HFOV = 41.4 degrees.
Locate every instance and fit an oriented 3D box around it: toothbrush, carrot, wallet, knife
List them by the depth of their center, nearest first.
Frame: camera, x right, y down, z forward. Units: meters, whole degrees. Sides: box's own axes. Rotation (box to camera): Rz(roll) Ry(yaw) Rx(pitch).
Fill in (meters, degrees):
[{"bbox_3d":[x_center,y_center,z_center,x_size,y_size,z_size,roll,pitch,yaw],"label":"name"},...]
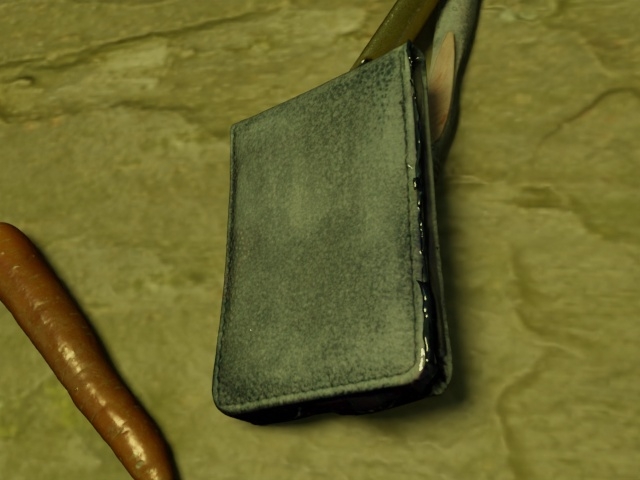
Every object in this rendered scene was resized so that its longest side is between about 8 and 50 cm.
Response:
[{"bbox_3d":[0.002,0.001,0.527,0.167,0.036,0.222,-19,61,38],"label":"wallet"},{"bbox_3d":[0.080,-0.093,0.574,0.028,0.037,0.376,8,70,15],"label":"toothbrush"},{"bbox_3d":[-0.171,0.074,0.579,0.043,0.043,0.248,-42,67,-2],"label":"carrot"},{"bbox_3d":[0.103,-0.242,0.603,0.061,0.027,0.343,27,79,37],"label":"knife"}]
